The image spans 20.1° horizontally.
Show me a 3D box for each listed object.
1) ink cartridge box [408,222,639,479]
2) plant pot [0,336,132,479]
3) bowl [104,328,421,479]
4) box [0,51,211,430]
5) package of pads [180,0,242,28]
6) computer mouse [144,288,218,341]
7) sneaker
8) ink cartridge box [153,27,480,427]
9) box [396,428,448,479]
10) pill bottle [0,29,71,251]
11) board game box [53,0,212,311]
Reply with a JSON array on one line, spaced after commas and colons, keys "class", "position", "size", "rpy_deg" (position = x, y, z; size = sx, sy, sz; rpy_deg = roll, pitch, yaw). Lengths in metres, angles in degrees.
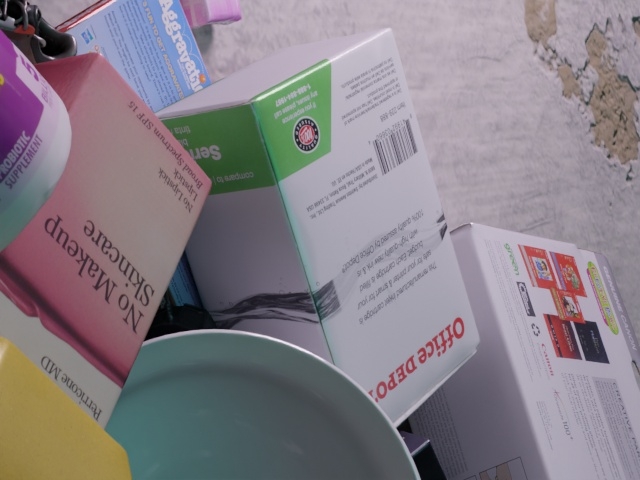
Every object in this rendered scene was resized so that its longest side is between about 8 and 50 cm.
[{"class": "ink cartridge box", "position": [0.204, 0.159, 1.676], "size": [0.272, 0.130, 0.309], "rpy_deg": [10, 59, -53]}, {"class": "plant pot", "position": [-0.229, 0.182, 1.098], "size": [0.212, 0.212, 0.187], "rpy_deg": [50, 37, -37]}, {"class": "bowl", "position": [-0.078, 0.219, 1.296], "size": [0.298, 0.134, 0.298], "rpy_deg": [2, 79, -9]}, {"class": "box", "position": [-0.194, 0.010, 1.226], "size": [0.148, 0.127, 0.232], "rpy_deg": [50, 47, -37]}, {"class": "package of pads", "position": [-0.095, -0.217, 1.482], "size": [0.050, 0.032, 0.083], "rpy_deg": [-16, 98, -55]}, {"class": "computer mouse", "position": [-0.110, 0.039, 1.374], "size": [0.041, 0.071, 0.242], "rpy_deg": [-29, 114, -55]}, {"class": "sneaker", "position": [-0.230, -0.160, 1.253], "size": [0.158, 0.065, 0.061], "rpy_deg": [27, 53, -52]}, {"class": "ink cartridge box", "position": [0.000, 0.000, 1.452], "size": [0.211, 0.121, 0.289], "rpy_deg": [-33, 111, -51]}, {"class": "box", "position": [0.038, 0.231, 1.467], "size": [0.093, 0.158, 0.156], "rpy_deg": [-37, 117, -27]}, {"class": "pill bottle", "position": [-0.298, -0.120, 1.072], "size": [0.301, 0.169, 0.169], "rpy_deg": [50, 47, -37]}, {"class": "board game box", "position": [-0.118, -0.060, 1.428], "size": [0.145, 0.027, 0.281], "rpy_deg": [-42, 118, -47]}]
